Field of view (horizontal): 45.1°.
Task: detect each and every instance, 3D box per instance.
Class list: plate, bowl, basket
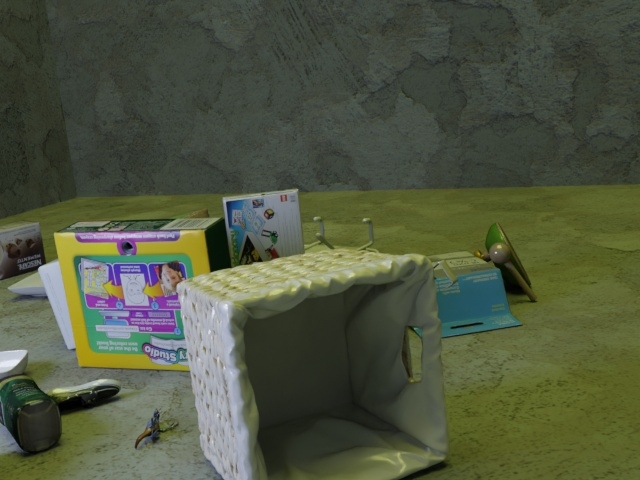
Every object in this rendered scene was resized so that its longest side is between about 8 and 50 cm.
[{"bbox_3d":[-0.780,0.123,2.413,0.277,0.045,0.278,-4,13,11],"label":"plate"},{"bbox_3d":[-0.705,0.285,1.648,0.141,0.053,0.142,-6,14,-2],"label":"bowl"},{"bbox_3d":[-0.015,0.190,1.168,0.331,0.329,0.266,-12,12,-24],"label":"basket"}]

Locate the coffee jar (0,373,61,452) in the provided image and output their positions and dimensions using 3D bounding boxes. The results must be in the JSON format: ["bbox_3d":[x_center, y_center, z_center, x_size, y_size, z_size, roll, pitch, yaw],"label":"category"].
[{"bbox_3d":[-0.531,0.305,1.387,0.079,0.096,0.184,-11,14,-35],"label":"coffee jar"}]

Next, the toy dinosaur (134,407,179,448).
[{"bbox_3d":[-0.297,0.322,1.352,0.090,0.047,0.082,-23,0,-23],"label":"toy dinosaur"}]

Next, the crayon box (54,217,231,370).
[{"bbox_3d":[-0.366,0.117,1.654,0.362,0.313,0.106,-1,17,19],"label":"crayon box"}]

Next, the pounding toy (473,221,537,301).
[{"bbox_3d":[0.448,0.065,1.960,0.110,0.183,0.237,-29,11,14],"label":"pounding toy"}]

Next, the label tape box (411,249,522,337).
[{"bbox_3d":[0.301,0.120,1.838,0.240,0.106,0.334,-8,13,-10],"label":"label tape box"}]

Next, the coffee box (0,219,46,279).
[{"bbox_3d":[-1.106,0.043,2.625,0.118,0.168,0.297,6,16,40],"label":"coffee box"}]

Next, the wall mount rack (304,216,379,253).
[{"bbox_3d":[0.000,0.000,2.435,0.350,0.131,0.304,3,15,36],"label":"wall mount rack"}]

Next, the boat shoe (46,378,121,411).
[{"bbox_3d":[-0.458,0.305,1.493,0.142,0.049,0.040,-8,46,-18],"label":"boat shoe"}]

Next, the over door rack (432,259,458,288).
[{"bbox_3d":[0.099,0.123,1.660,0.239,0.108,0.324,-24,-2,-43],"label":"over door rack"}]

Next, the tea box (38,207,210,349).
[{"bbox_3d":[-0.445,0.088,1.912,0.323,0.220,0.329,-14,10,17],"label":"tea box"}]

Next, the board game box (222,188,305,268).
[{"bbox_3d":[-0.137,0.029,1.965,0.192,0.305,0.053,-7,11,-9],"label":"board game box"}]

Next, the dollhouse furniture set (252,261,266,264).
[{"bbox_3d":[-0.098,0.174,1.491,0.212,0.161,0.242,-1,33,16],"label":"dollhouse furniture set"}]
